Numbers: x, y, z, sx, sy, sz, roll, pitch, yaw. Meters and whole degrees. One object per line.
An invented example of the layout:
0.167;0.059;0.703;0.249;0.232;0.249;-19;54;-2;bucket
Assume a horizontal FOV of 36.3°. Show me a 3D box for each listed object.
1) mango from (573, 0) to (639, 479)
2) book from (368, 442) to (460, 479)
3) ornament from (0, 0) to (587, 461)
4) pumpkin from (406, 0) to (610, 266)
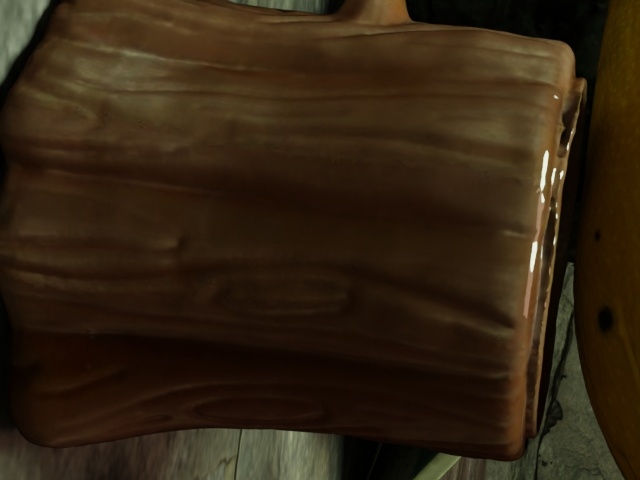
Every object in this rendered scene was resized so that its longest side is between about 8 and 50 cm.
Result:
0.195;-0.029;0.468;0.187;0.144;0.359;86;9;-70;mango
0.140;0.160;1.039;0.379;0.031;0.264;-60;-178;43;book
0.000;0.000;0.447;0.221;0.217;0.235;65;36;-63;ornament
0.245;-0.145;0.813;0.344;0.454;0.454;-48;158;-3;pumpkin
